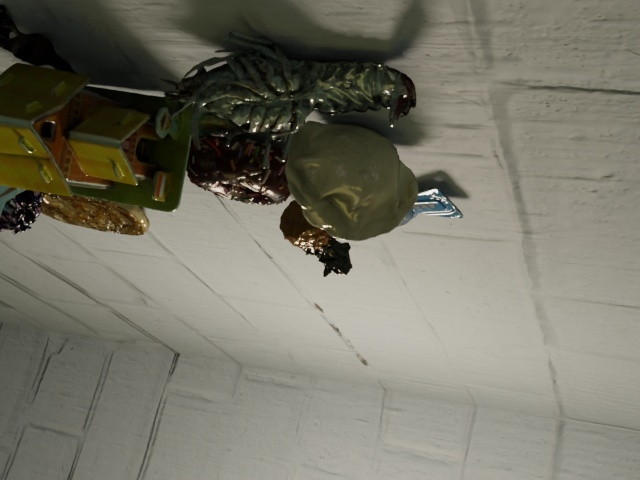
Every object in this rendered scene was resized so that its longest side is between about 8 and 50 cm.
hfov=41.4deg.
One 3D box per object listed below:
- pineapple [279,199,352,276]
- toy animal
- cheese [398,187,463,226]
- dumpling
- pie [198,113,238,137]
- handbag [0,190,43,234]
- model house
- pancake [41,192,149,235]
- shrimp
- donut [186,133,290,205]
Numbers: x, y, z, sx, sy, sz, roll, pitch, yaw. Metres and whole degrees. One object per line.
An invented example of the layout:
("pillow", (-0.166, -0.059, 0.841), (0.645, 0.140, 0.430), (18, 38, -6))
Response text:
("pineapple", (0.000, 0.000, 1.842), (0.111, 0.119, 0.237), (18, 166, 32))
("toy animal", (-0.482, -0.316, 1.406), (0.202, 0.070, 0.105), (27, -159, -51))
("cheese", (0.148, -0.067, 1.652), (0.244, 0.052, 0.135), (-1, 155, 36))
("dumpling", (0.049, -0.097, 1.439), (0.258, 0.193, 0.147), (19, 164, -20))
("pie", (-0.188, -0.207, 1.560), (0.084, 0.020, 0.084), (13, 162, 4))
("handbag", (-0.716, -0.130, 1.907), (0.207, 0.229, 0.126), (-2, -163, 34))
("model house", (-0.427, -0.112, 1.394), (0.300, 0.340, 0.323), (11, -178, 16))
("pancake", (-0.590, -0.088, 2.093), (0.355, 0.065, 0.356), (12, 158, 5))
("shrimp", (-0.060, -0.217, 1.274), (0.410, 0.166, 0.222), (-4, 123, 11))
("donut", (-0.152, -0.131, 1.609), (0.234, 0.089, 0.235), (13, 170, 2))
